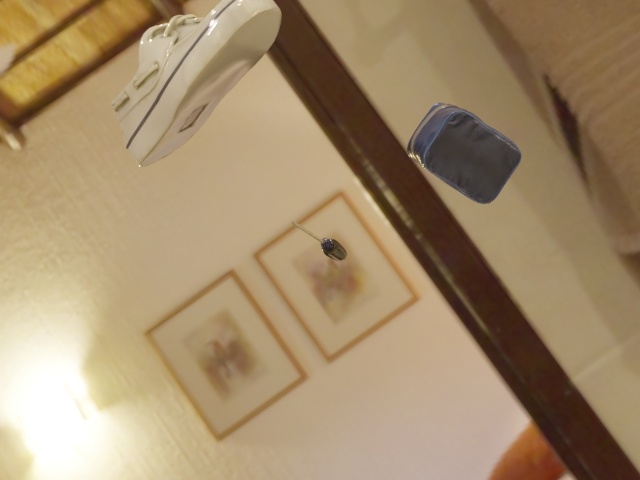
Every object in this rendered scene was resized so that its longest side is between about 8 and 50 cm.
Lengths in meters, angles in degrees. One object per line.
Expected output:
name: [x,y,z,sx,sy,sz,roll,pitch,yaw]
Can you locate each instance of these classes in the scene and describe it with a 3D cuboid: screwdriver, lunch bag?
screwdriver: [0.000,0.000,1.352,0.024,0.025,0.170,-58,-21,-1]
lunch bag: [0.135,-0.082,1.020,0.067,0.098,0.065,-55,19,7]

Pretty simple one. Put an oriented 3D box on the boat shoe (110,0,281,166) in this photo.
boat shoe: [-0.128,-0.166,1.023,0.096,0.088,0.267,-33,-4,-33]
